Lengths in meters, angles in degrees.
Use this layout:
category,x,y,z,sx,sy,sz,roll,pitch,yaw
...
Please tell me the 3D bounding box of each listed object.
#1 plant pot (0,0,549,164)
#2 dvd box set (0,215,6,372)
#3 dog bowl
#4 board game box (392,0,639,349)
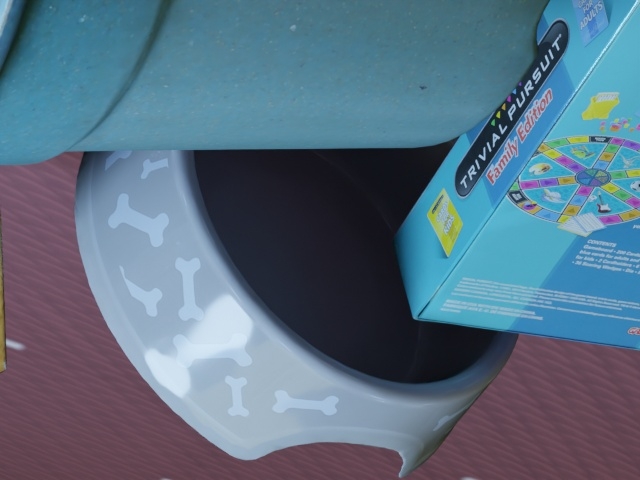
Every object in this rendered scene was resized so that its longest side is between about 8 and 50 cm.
category,x,y,z,sx,sy,sz,roll,pitch,yaw
plant pot,-0.067,-0.186,1.013,0.334,0.341,0.341,4,160,-33
dvd box set,-0.297,-0.093,1.302,0.062,0.307,0.420,-23,166,-16
dog bowl,0.000,0.000,1.379,0.349,0.348,0.102,24,136,-26
board game box,0.236,-0.066,1.269,0.254,0.079,0.336,9,134,-26
